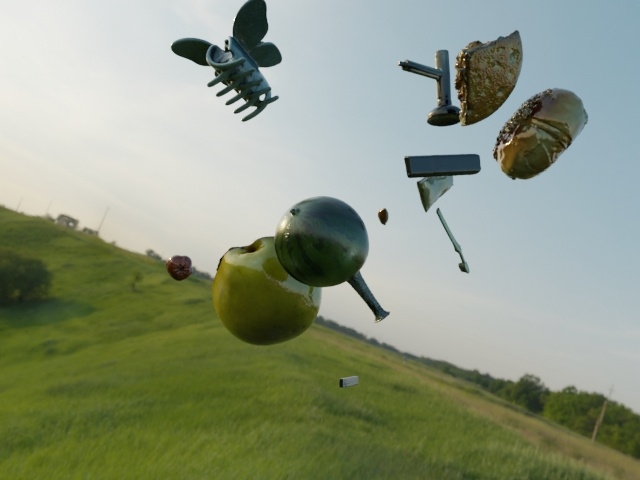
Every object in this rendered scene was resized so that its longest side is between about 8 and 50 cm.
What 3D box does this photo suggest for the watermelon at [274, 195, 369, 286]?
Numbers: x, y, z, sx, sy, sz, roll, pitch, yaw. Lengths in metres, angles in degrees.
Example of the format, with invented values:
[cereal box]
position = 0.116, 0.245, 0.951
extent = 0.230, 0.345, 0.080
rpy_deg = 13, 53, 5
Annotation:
[watermelon]
position = 0.003, 0.003, 1.426
extent = 0.242, 0.242, 0.242
rpy_deg = 20, -8, 3

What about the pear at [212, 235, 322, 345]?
[pear]
position = -0.144, 0.188, 1.666
extent = 0.386, 0.340, 0.191
rpy_deg = 66, 2, -48

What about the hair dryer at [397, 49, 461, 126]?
[hair dryer]
position = 0.448, -0.650, 2.384
extent = 0.284, 0.321, 0.155
rpy_deg = -8, -6, -17

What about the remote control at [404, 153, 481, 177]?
[remote control]
position = 0.331, -0.203, 1.503
extent = 0.245, 0.063, 0.025
rpy_deg = -7, -2, -27

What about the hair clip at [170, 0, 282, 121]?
[hair clip]
position = -0.300, -0.628, 2.052
extent = 0.392, 0.239, 0.318
rpy_deg = -21, -28, 15

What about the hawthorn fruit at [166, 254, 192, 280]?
[hawthorn fruit]
position = -0.458, 0.086, 1.814
extent = 0.093, 0.093, 0.093
rpy_deg = 20, -8, 3

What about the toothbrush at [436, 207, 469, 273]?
[toothbrush]
position = 0.415, 0.005, 1.745
extent = 0.028, 0.026, 0.294
rpy_deg = -3, -45, 33

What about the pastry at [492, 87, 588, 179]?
[pastry]
position = 0.862, -0.427, 2.231
extent = 0.245, 0.409, 0.409
rpy_deg = 42, -6, 6

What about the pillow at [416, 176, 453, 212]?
[pillow]
position = 0.471, -0.229, 2.258
extent = 0.050, 0.229, 0.148
rpy_deg = 22, -42, 38

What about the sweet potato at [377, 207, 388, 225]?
[sweet potato]
position = 0.189, -0.072, 1.685
extent = 0.034, 0.034, 0.095
rpy_deg = 18, -28, 16

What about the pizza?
[pizza]
position = 0.632, -0.635, 2.159
extent = 0.277, 0.409, 0.114
rpy_deg = 20, 8, -18

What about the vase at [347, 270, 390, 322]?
[vase]
position = 0.140, 0.167, 1.686
extent = 0.167, 0.059, 0.059
rpy_deg = 55, -10, 0

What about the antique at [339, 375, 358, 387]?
[antique]
position = 0.100, 0.490, 1.939
extent = 0.015, 0.031, 0.192
rpy_deg = -5, -12, 19
